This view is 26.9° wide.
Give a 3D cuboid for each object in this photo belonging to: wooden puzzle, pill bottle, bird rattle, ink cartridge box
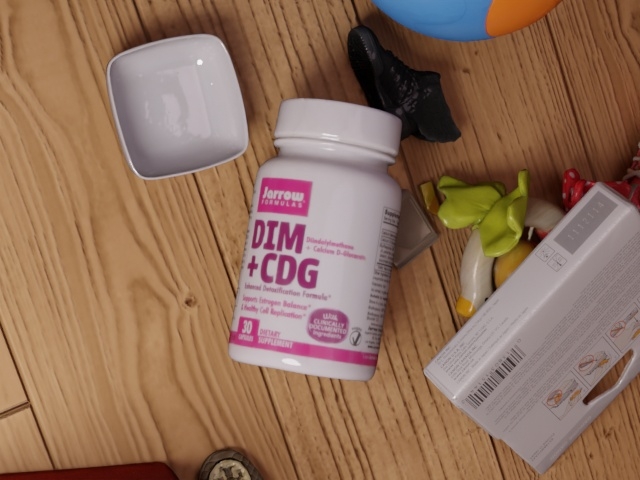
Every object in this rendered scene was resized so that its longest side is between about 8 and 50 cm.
[{"bbox_3d":[0.096,-0.014,1.558,0.116,0.014,0.078,-31,99,-22],"label":"wooden puzzle"},{"bbox_3d":[0.000,0.000,1.432,0.160,0.160,0.283,11,86,-25],"label":"pill bottle"},{"bbox_3d":[0.246,0.007,1.594,0.253,0.143,0.207,7,102,-41],"label":"bird rattle"},{"bbox_3d":[0.290,0.111,1.573,0.296,0.066,0.261,-47,138,0],"label":"ink cartridge box"}]

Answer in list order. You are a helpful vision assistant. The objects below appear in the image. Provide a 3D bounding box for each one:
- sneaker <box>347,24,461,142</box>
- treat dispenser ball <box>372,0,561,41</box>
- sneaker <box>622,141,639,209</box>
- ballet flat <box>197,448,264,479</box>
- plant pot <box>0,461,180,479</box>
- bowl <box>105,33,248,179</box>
[{"bbox_3d":[0.097,-0.179,1.538,0.089,0.051,0.170,-29,107,-22],"label":"sneaker"},{"bbox_3d":[0.157,-0.358,1.431,0.288,0.288,0.288,0,91,-25],"label":"treat dispenser ball"},{"bbox_3d":[0.430,-0.074,1.659,0.136,0.116,0.314,-7,94,-24],"label":"sneaker"},{"bbox_3d":[-0.073,0.346,1.437,0.084,0.058,0.250,-12,83,-13],"label":"ballet flat"},{"bbox_3d":[-0.232,0.371,1.285,0.267,0.236,0.267,0,90,-25],"label":"plant pot"},{"bbox_3d":[-0.156,-0.141,1.415,0.142,0.053,0.142,-16,98,-23],"label":"bowl"}]
